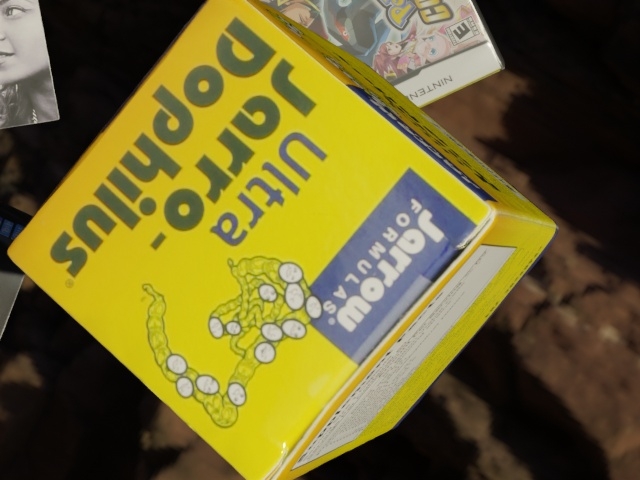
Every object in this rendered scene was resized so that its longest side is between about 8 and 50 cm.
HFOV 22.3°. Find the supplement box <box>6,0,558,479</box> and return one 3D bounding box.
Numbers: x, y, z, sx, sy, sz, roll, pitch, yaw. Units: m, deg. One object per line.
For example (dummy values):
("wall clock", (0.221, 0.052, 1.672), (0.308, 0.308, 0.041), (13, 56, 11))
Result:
("supplement box", (0.000, 0.000, 1.001), (0.195, 0.194, 0.356), (41, 8, 11))

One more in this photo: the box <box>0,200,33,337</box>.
("box", (-0.406, 0.037, 1.348), (0.076, 0.242, 0.307), (10, -15, 45))

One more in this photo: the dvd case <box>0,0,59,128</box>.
("dvd case", (-0.416, -0.236, 1.965), (0.164, 0.221, 0.018), (-10, 27, -7))

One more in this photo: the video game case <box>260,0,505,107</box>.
("video game case", (0.044, -0.267, 1.868), (0.275, 0.248, 0.035), (62, 14, -18))
